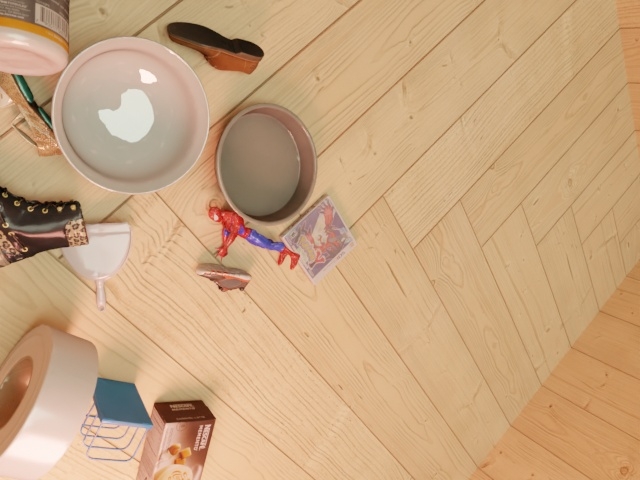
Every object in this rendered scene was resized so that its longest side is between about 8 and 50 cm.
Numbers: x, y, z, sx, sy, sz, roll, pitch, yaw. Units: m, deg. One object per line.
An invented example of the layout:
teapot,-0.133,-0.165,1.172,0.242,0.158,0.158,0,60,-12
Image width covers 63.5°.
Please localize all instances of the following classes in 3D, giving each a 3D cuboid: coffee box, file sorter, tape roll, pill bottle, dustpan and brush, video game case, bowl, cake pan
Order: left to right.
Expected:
pill bottle,-0.497,-0.428,0.843,0.162,0.162,0.278,1,86,-36
tape roll,-0.565,0.316,1.019,0.100,0.286,0.286,36,85,-39
dustpan and brush,-0.487,0.063,1.134,0.147,0.060,0.211,-3,102,-21
file sorter,-0.482,0.408,1.185,0.118,0.170,0.104,26,94,-38
bowl,-0.385,-0.249,1.038,0.298,0.134,0.297,-12,112,-31
coffee box,-0.380,0.555,1.352,0.141,0.098,0.246,10,101,-37
cake pan,-0.134,-0.182,1.259,0.293,0.054,0.293,-6,99,-40
video game case,0.000,0.000,1.470,0.183,0.023,0.201,-43,126,-15

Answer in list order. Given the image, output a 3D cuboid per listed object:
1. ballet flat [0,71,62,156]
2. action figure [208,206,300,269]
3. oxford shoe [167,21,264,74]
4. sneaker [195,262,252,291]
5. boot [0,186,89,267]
ballet flat,-0.556,-0.245,0.963,0.067,0.073,0.206,-28,118,-8
action figure,-0.188,0.021,1.299,0.280,0.091,0.139,39,73,-38
oxford shoe,-0.234,-0.412,1.132,0.212,0.076,0.076,12,139,-27
sneaker,-0.248,0.103,1.311,0.158,0.061,0.065,15,104,-37
boot,-0.560,-0.071,0.992,0.179,0.085,0.236,-12,121,-19
